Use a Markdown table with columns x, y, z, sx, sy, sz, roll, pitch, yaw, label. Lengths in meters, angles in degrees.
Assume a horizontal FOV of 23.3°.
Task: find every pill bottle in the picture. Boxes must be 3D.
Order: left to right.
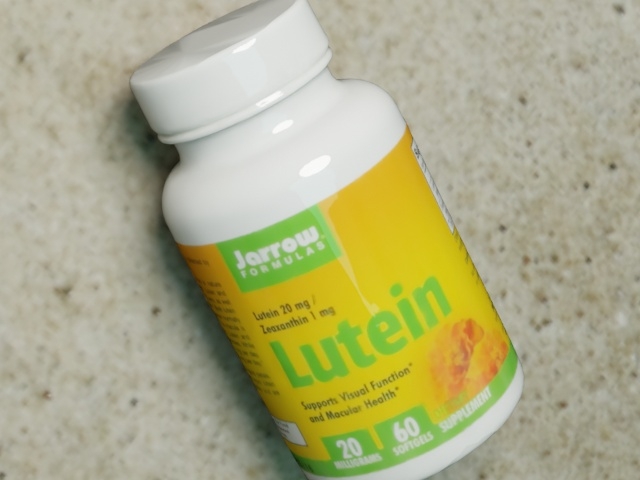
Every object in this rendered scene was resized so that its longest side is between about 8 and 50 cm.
| x | y | z | sx | sy | sz | roll | pitch | yaw | label |
| --- | --- | --- | --- | --- | --- | --- | --- | --- | --- |
| 0.000 | 0.000 | 0.823 | 0.136 | 0.136 | 0.245 | -33 | 109 | -18 | pill bottle |
